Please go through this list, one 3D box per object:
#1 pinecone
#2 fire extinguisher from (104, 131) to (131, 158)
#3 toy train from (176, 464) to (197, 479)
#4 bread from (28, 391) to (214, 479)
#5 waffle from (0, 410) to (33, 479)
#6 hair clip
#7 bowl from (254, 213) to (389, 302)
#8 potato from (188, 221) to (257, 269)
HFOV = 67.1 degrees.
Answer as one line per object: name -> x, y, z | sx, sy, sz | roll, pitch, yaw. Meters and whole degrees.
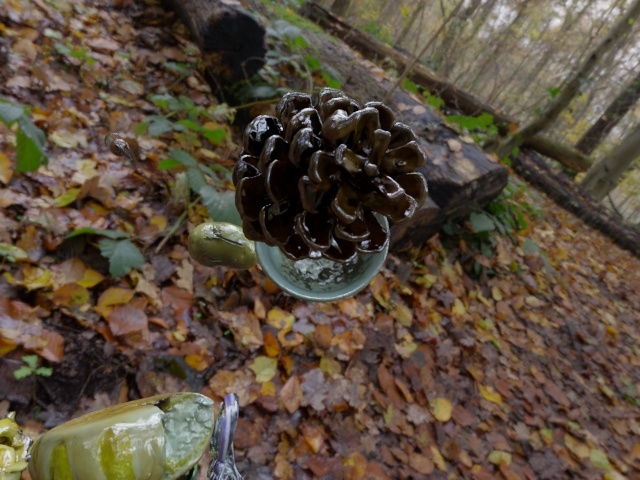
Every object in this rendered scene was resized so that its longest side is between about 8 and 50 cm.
pinecone -> 0.014, -0.084, 0.648 | 0.243, 0.244, 0.309 | 17, 0, -37
fire extinguisher -> -0.561, -0.262, 1.342 | 0.062, 0.050, 0.177 | 51, -10, -36
toy train -> -0.410, 0.516, 1.183 | 0.145, 0.265, 0.202 | 42, 32, -43
bread -> -0.348, 0.380, 0.874 | 0.332, 0.332, 0.160 | 3, 72, -54
waffle -> -0.531, 0.332, 0.540 | 0.381, 0.095, 0.380 | 12, 45, 33
hair clip -> -0.147, 0.312, 0.767 | 0.049, 0.116, 0.172 | 17, 36, -18
bowl -> 0.000, 0.000, 1.086 | 0.289, 0.289, 0.146 | 35, -10, 4
potato -> -0.313, 0.021, 1.569 | 0.247, 0.169, 0.144 | 12, 61, 6
